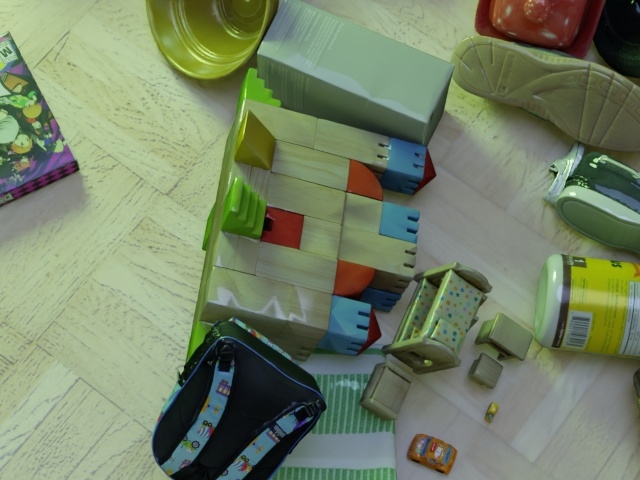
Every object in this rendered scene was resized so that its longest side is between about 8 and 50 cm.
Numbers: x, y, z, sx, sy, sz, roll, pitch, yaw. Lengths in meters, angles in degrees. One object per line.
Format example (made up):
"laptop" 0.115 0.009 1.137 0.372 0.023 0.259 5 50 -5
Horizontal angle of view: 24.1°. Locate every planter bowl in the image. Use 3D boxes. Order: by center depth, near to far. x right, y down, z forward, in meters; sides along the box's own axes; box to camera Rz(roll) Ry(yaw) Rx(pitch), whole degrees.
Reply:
"planter bowl" -0.120 -0.317 1.949 0.090 0.217 0.217 -9 62 -50

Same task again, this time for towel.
"towel" -0.033 0.252 1.731 0.248 0.038 0.325 2 50 -3

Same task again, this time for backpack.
"backpack" -0.100 0.195 1.663 0.158 0.117 0.173 34 98 -14

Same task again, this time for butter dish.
"butter dish" 0.285 -0.311 1.938 0.160 0.160 0.118 16 25 6

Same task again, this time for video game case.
"video game case" -0.456 -0.132 1.913 0.232 0.042 0.210 -26 73 -12

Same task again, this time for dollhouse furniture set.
"dollhouse furniture set" 0.165 0.147 1.759 0.161 0.101 0.182 34 65 -19

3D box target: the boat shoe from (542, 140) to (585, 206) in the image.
"boat shoe" 0.311 -0.090 1.930 0.035 0.035 0.100 22 76 4

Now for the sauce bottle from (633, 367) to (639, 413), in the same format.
"sauce bottle" 0.455 0.305 1.740 0.111 0.111 0.344 -10 70 -6

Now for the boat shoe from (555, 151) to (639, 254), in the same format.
"boat shoe" 0.444 -0.011 1.860 0.302 0.114 0.091 31 67 3

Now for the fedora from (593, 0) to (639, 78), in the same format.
"fedora" 0.499 -0.346 1.952 0.152 0.334 0.334 23 65 -29

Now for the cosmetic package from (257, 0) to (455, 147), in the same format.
"cosmetic package" 0.043 -0.203 1.915 0.238 0.127 0.107 22 69 4

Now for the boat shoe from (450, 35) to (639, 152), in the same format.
"boat shoe" 0.309 -0.197 1.937 0.285 0.092 0.103 19 110 9

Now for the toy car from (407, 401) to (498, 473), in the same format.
"toy car" 0.159 0.224 1.797 0.060 0.040 0.122 39 73 12

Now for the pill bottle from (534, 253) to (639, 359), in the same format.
"pill bottle" 0.373 0.085 1.818 0.215 0.117 0.117 7 69 1

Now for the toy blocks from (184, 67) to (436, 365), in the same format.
"toy blocks" 0.000 0.000 1.822 0.261 0.191 0.381 14 59 -10
